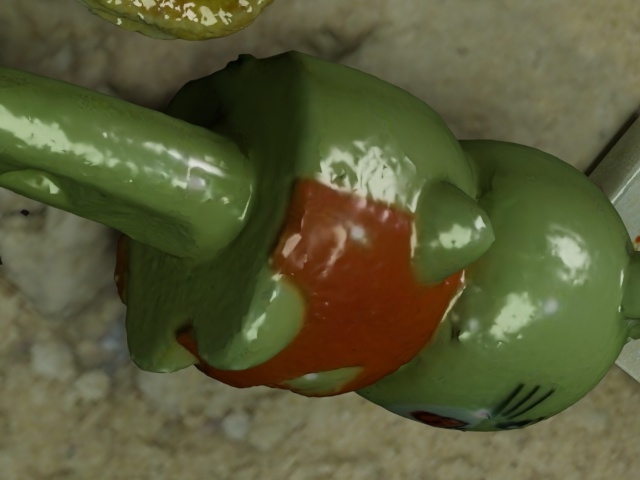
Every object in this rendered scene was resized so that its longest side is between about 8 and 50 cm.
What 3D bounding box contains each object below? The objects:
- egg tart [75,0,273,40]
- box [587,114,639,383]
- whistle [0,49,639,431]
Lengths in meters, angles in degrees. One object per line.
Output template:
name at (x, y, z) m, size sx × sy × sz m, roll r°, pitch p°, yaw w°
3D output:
egg tart at (-0.047, -0.112, 0.579) m, size 0.105 × 0.039 × 0.105 m, roll -11°, pitch 118°, yaw -22°
box at (0.158, 0.023, 0.760) m, size 0.167 × 0.024 × 0.090 m, roll 36°, pitch 95°, yaw -36°
whistle at (0.000, 0.000, 0.608) m, size 0.288 × 0.131 × 0.106 m, roll 16°, pitch 77°, yaw -33°
